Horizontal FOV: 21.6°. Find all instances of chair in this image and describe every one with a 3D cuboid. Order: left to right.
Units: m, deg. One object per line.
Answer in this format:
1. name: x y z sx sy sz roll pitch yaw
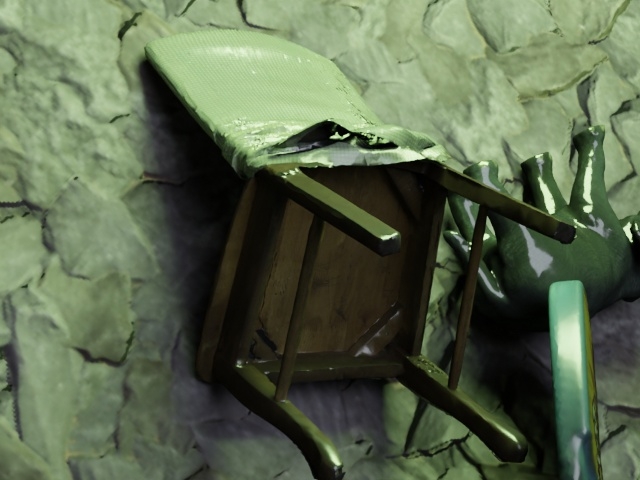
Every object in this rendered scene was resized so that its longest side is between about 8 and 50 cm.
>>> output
1. chair: 0.000 0.000 1.051 0.160 0.319 0.186 -2 113 -31

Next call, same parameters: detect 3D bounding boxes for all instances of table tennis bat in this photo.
1. table tennis bat: 0.154 0.161 1.009 0.044 0.215 0.329 -2 34 10

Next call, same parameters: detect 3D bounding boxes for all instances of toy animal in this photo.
1. toy animal: 0.191 -0.009 1.200 0.270 0.082 0.137 -7 74 -38
